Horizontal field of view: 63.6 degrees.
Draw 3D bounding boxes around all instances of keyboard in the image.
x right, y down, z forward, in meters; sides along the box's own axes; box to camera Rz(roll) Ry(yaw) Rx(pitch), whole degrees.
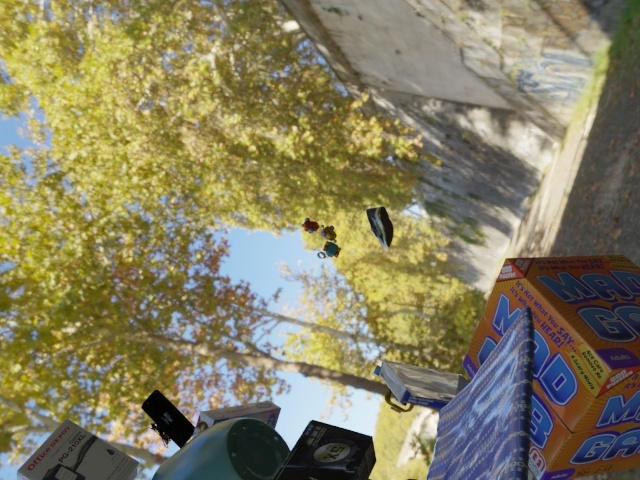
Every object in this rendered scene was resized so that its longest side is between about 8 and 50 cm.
[{"bbox_3d":[-0.480,0.563,1.610,0.100,0.192,0.038,-46,-18,-16],"label":"keyboard"}]

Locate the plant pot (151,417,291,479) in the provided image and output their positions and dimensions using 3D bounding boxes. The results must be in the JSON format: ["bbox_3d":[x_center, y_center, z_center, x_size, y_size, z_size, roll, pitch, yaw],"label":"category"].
[{"bbox_3d":[-0.194,0.542,1.151,0.235,0.293,0.293,-48,-10,21],"label":"plant pot"}]

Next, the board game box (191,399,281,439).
[{"bbox_3d":[-0.276,0.658,1.553,0.318,0.065,0.319,15,-88,-57],"label":"board game box"}]

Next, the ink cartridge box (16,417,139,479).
[{"bbox_3d":[-0.622,0.602,1.330,0.172,0.237,0.100,-55,-8,-50],"label":"ink cartridge box"}]

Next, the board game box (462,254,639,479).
[{"bbox_3d":[0.614,0.280,1.202,0.357,0.355,0.357,-115,29,-53],"label":"board game box"}]

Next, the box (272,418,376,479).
[{"bbox_3d":[0.009,0.462,1.024,0.180,0.147,0.078,-45,-47,-49],"label":"box"}]

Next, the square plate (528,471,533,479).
[{"bbox_3d":[0.523,0.623,1.520,0.347,0.049,0.344,29,-110,-31],"label":"square plate"}]

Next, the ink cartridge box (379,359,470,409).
[{"bbox_3d":[0.270,0.350,1.184,0.224,0.223,0.045,-146,70,-78],"label":"ink cartridge box"}]

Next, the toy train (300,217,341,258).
[{"bbox_3d":[0.000,0.000,1.750,0.125,0.166,0.046,-5,-31,-30],"label":"toy train"}]

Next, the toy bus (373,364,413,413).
[{"bbox_3d":[0.263,0.501,1.660,0.104,0.202,0.191,-62,24,-10],"label":"toy bus"}]

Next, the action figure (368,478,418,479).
[{"bbox_3d":[0.191,0.649,1.294,0.232,0.063,0.137,10,-79,-40],"label":"action figure"}]

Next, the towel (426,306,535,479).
[{"bbox_3d":[0.164,0.249,0.587,0.336,0.040,0.243,-51,-14,-55],"label":"towel"}]

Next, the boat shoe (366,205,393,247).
[{"bbox_3d":[0.154,-0.038,1.332,0.056,0.049,0.152,-63,-30,-30],"label":"boat shoe"}]
